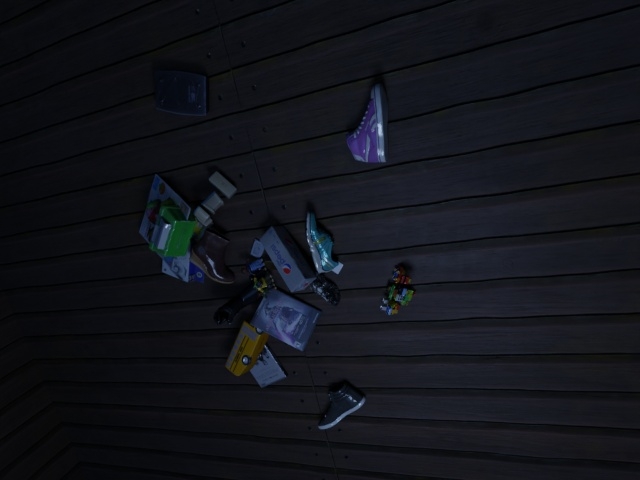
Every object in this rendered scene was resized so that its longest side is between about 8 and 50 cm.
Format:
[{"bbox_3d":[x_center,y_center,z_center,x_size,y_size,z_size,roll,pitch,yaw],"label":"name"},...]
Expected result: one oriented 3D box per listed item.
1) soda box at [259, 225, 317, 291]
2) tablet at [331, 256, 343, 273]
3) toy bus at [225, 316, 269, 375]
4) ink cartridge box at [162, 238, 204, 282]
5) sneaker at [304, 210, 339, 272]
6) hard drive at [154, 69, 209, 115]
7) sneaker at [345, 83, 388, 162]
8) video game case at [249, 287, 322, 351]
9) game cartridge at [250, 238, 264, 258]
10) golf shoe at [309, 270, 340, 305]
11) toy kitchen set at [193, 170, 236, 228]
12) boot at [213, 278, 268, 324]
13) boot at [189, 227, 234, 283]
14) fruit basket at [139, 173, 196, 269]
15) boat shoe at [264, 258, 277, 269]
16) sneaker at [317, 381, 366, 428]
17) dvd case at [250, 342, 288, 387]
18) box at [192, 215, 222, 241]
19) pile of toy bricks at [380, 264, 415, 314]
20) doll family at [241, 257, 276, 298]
[{"bbox_3d":[-0.141,0.075,1.835,0.098,0.091,0.286,-45,68,26],"label":"soda box"},{"bbox_3d":[0.053,0.105,1.873,0.083,0.006,0.054,32,116,7],"label":"tablet"},{"bbox_3d":[-0.335,0.488,2.072,0.130,0.108,0.333,30,105,23],"label":"toy bus"},{"bbox_3d":[-0.675,0.090,2.117,0.223,0.045,0.224,17,113,14],"label":"ink cartridge box"},{"bbox_3d":[0.000,0.000,1.821,0.109,0.107,0.276,-17,104,2],"label":"sneaker"},{"bbox_3d":[-0.584,-0.626,1.823,0.254,0.054,0.172,12,112,16],"label":"hard drive"},{"bbox_3d":[0.166,-0.429,1.590,0.160,0.102,0.283,6,110,22],"label":"sneaker"},{"bbox_3d":[-0.158,0.354,1.961,0.274,0.026,0.196,26,79,6],"label":"video game case"},{"bbox_3d":[-0.286,0.039,1.971,0.055,0.017,0.083,29,116,13],"label":"game cartridge"},{"bbox_3d":[0.010,0.210,1.900,0.198,0.077,0.093,51,152,-17],"label":"golf shoe"},{"bbox_3d":[-0.489,-0.177,1.935,0.122,0.166,0.207,42,75,2],"label":"toy kitchen set"},{"bbox_3d":[-0.363,0.286,1.981,0.246,0.207,0.094,-35,94,26],"label":"boot"},{"bbox_3d":[-0.470,0.076,1.989,0.248,0.090,0.207,33,119,-14],"label":"boot"},{"bbox_3d":[-0.736,-0.089,1.984,0.353,0.165,0.327,36,113,28],"label":"fruit basket"},{"bbox_3d":[-0.177,0.101,1.934,0.152,0.049,0.056,5,136,13],"label":"boat shoe"},{"bbox_3d":[0.065,0.782,2.061,0.295,0.104,0.147,-43,89,21],"label":"sneaker"},{"bbox_3d":[-0.296,0.617,2.173,0.179,0.029,0.239,-30,96,26],"label":"dvd case"},{"bbox_3d":[-0.562,-0.043,2.031,0.179,0.043,0.105,37,117,2],"label":"box"},{"bbox_3d":[0.338,0.218,1.765,0.104,0.118,0.213,11,106,-18],"label":"pile of toy bricks"},{"bbox_3d":[-0.285,0.170,1.950,0.193,0.111,0.076,59,162,15],"label":"doll family"}]
